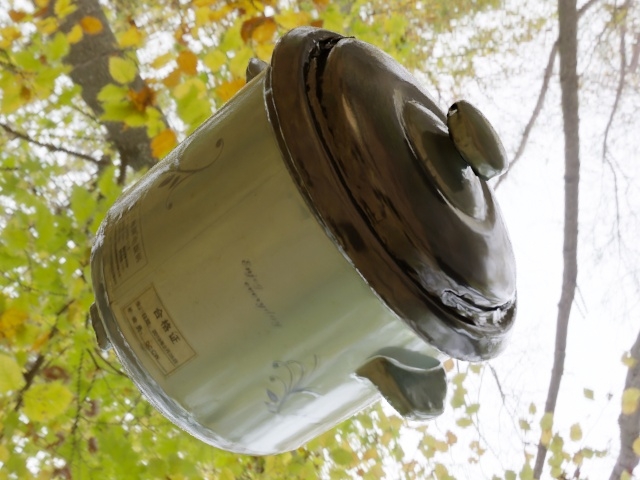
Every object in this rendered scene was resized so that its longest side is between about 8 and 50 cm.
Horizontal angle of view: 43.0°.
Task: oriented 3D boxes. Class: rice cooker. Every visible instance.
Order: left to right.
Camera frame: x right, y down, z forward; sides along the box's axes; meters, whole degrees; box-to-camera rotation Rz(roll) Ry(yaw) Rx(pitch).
[{"bbox_3d":[0.000,0.000,0.595,0.317,0.264,0.316,-10,-107,36],"label":"rice cooker"}]
